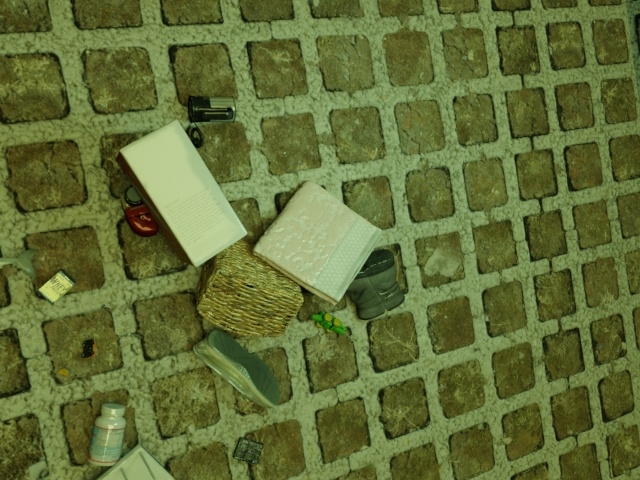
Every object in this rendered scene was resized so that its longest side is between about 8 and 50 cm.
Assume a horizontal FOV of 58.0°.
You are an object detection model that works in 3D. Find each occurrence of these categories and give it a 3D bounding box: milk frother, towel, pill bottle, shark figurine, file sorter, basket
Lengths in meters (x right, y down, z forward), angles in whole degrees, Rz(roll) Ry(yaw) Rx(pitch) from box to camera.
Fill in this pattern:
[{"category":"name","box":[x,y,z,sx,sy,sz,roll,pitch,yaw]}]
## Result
[{"category":"milk frother","box":[-0.333,-0.366,1.774,0.135,0.129,0.143,-5,135,-22]},{"category":"towel","box":[0.000,0.000,1.830,0.317,0.053,0.331,34,58,3]},{"category":"pill bottle","box":[-0.609,0.555,1.655,0.087,0.087,0.160,11,85,-22]},{"category":"shark figurine","box":[-0.911,0.086,1.531,0.278,0.116,0.166,-38,137,-10]},{"category":"file sorter","box":[-0.540,0.762,1.606,0.278,0.173,0.192,-39,129,-18]},{"category":"basket","box":[-0.229,0.153,1.808,0.299,0.223,0.213,21,115,-21]}]

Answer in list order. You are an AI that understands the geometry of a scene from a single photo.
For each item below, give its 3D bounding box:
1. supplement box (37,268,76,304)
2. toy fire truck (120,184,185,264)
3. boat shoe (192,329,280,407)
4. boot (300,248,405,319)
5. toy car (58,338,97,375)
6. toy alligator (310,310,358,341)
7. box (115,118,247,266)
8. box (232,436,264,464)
[{"category":"supplement box","box":[-0.733,0.128,1.606,0.083,0.083,0.056,-47,106,-16]},{"category":"toy fire truck","box":[-0.450,-0.048,1.704,0.217,0.158,0.246,-18,86,-22]},{"category":"boat shoe","box":[-0.254,0.410,1.798,0.320,0.103,0.118,45,30,-19]},{"category":"boot","box":[0.114,0.181,1.932,0.339,0.118,0.222,-16,119,-1]},{"category":"toy car","box":[-0.693,0.337,1.659,0.122,0.060,0.040,-31,146,-3]},{"category":"toy alligator","box":[0.049,0.282,1.945,0.190,0.056,0.051,30,39,-19]},{"category":"box","box":[-0.377,-0.121,1.547,0.168,0.215,0.345,-34,103,-18]},{"category":"box","box":[-0.231,0.673,1.845,0.083,0.018,0.067,23,81,-21]}]
